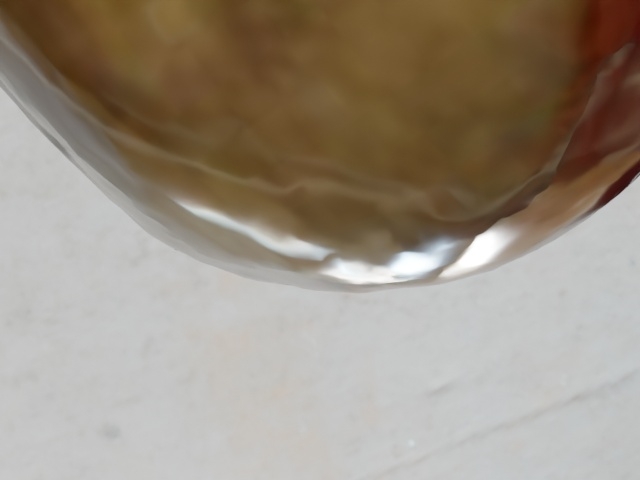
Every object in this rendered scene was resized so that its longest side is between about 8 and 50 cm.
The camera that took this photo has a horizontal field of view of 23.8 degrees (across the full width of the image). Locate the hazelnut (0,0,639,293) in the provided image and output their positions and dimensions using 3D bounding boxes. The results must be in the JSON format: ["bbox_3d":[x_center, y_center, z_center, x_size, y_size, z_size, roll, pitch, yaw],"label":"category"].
[{"bbox_3d":[-0.014,-0.177,0.619,0.359,0.359,0.409,-34,100,7],"label":"hazelnut"}]
